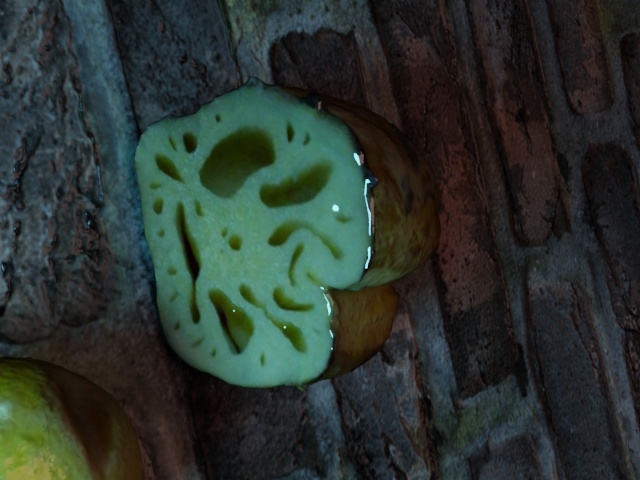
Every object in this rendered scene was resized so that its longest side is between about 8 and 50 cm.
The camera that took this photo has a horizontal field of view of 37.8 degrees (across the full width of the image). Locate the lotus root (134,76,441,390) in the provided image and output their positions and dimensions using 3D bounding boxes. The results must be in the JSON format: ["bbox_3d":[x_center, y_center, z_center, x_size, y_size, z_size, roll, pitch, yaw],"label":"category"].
[{"bbox_3d":[0.000,0.000,0.943,0.250,0.316,0.316,-1,83,-49],"label":"lotus root"}]

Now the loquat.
[{"bbox_3d":[-0.244,0.186,0.750,0.213,0.213,0.213,8,77,-39],"label":"loquat"}]
